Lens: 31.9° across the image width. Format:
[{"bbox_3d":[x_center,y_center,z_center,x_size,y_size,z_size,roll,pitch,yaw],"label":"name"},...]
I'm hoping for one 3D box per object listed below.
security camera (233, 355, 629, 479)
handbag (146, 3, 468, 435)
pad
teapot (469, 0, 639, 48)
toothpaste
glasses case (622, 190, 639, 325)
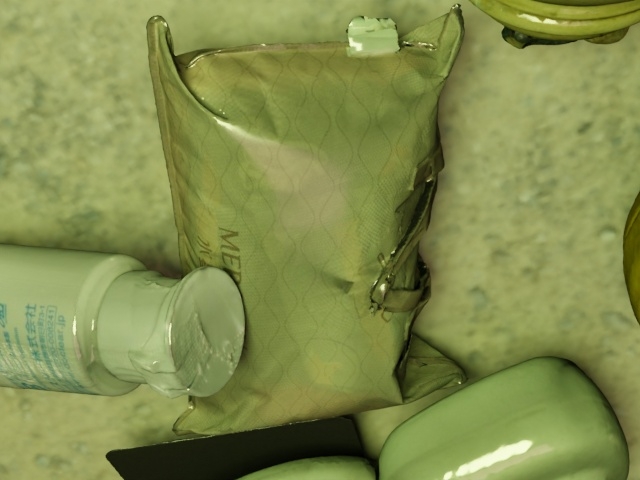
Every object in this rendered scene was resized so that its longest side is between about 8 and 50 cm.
[{"bbox_3d":[0.045,0.170,0.702,0.302,0.080,0.157,-24,148,11],"label":"security camera"},{"bbox_3d":[0.000,0.000,0.617,0.183,0.117,0.270,-5,122,-8],"label":"handbag"},{"bbox_3d":[-0.050,0.147,0.728,0.157,0.003,0.112,-9,147,5],"label":"pad"},{"bbox_3d":[0.103,-0.165,0.508,0.269,0.173,0.182,20,146,20],"label":"teapot"},{"bbox_3d":[-0.184,0.041,0.623,0.299,0.073,0.114,2,125,29],"label":"toothpaste"},{"bbox_3d":[0.301,-0.089,0.555,0.173,0.141,0.371,26,116,1],"label":"glasses case"}]
